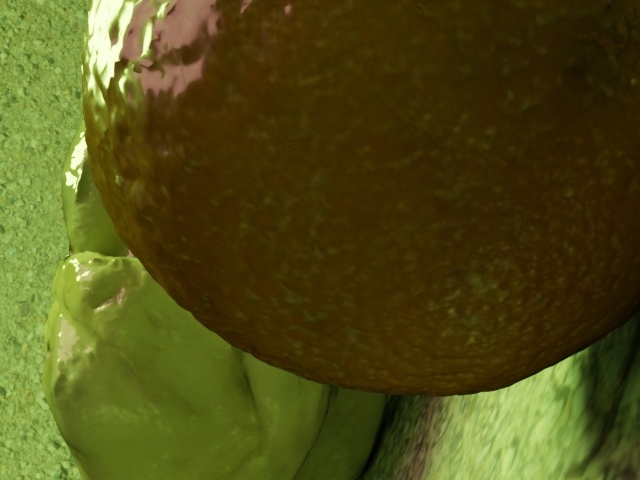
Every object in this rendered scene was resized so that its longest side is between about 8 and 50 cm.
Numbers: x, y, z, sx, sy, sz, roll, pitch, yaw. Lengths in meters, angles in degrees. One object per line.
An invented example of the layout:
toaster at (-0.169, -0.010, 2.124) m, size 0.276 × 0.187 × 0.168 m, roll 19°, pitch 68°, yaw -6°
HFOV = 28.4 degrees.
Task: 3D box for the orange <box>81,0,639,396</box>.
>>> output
orange at (0.057, -0.101, 0.613) m, size 0.357 × 0.322 × 0.322 m, roll -57°, pitch 5°, yaw 1°

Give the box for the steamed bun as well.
steamed bun at (-0.076, 0.060, 1.039) m, size 0.230 × 0.325 × 0.372 m, roll -11°, pitch 56°, yaw 27°
